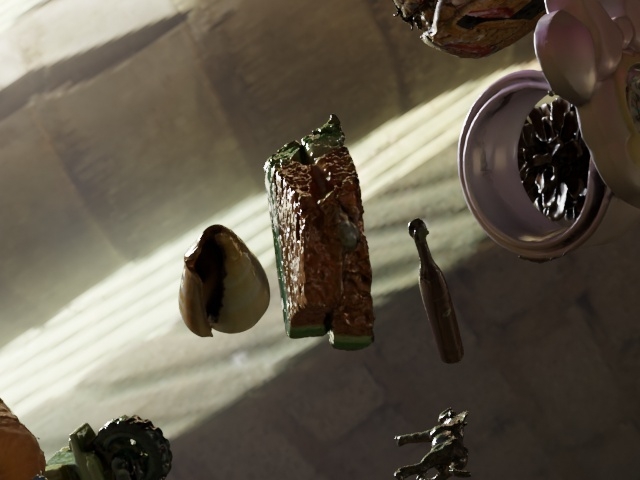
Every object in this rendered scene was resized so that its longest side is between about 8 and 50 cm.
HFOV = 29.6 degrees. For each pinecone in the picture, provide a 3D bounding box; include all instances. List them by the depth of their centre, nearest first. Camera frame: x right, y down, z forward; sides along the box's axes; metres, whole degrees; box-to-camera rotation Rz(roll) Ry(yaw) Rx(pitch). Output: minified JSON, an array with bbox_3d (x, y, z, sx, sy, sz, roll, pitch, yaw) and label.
[{"bbox_3d":[0.292,-0.098,1.478,0.165,0.163,0.163,-3,-131,-40],"label":"pinecone"}]

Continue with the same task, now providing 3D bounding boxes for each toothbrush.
[{"bbox_3d":[0.162,0.075,1.692,0.041,0.041,0.364,58,173,36],"label":"toothbrush"}]

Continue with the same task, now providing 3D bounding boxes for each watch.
[{"bbox_3d":[0.238,-0.108,1.224,0.211,0.218,0.248,-13,-99,-49],"label":"watch"}]

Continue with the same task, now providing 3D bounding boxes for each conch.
[{"bbox_3d":[-0.163,0.047,1.865,0.127,0.158,0.255,46,157,35],"label":"conch"}]

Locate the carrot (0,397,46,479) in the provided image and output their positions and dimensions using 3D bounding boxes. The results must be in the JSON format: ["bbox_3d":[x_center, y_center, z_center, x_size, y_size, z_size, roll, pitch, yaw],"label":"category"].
[{"bbox_3d":[-0.437,0.208,1.315,0.254,0.196,0.196,24,158,44],"label":"carrot"}]

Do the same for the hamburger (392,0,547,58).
[{"bbox_3d":[0.197,-0.291,1.402,0.106,0.231,0.231,62,-176,17],"label":"hamburger"}]

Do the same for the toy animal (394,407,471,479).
[{"bbox_3d":[0.214,0.375,2.191,0.084,0.148,0.232,48,-167,-10],"label":"toy animal"}]

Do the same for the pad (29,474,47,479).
[{"bbox_3d":[-0.273,0.348,0.979,0.012,0.269,0.270,42,175,-32],"label":"pad"}]

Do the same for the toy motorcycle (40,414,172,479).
[{"bbox_3d":[-0.307,0.469,1.905,0.169,0.237,0.409,-41,-58,-66],"label":"toy motorcycle"}]

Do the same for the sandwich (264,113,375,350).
[{"bbox_3d":[0.000,0.008,1.506,0.212,0.109,0.292,-113,17,-72],"label":"sandwich"}]
